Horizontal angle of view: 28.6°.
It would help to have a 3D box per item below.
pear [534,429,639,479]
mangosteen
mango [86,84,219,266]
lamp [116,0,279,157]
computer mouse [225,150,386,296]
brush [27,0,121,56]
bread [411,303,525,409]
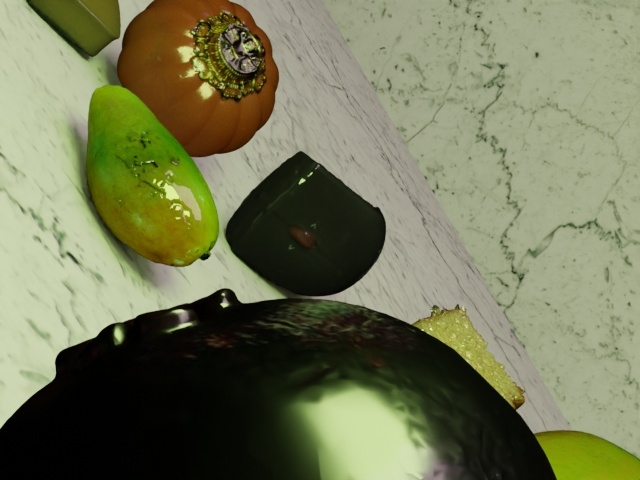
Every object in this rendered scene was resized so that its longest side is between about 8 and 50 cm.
[{"bbox_3d":[0.326,0.370,1.564,0.399,0.165,0.399,39,-24,21],"label":"pear"},{"bbox_3d":[-0.022,0.243,0.711,0.382,0.382,0.435,-18,87,-76],"label":"mangosteen"},{"bbox_3d":[-0.193,-0.070,1.353,0.233,0.111,0.125,59,9,18],"label":"mango"},{"bbox_3d":[-0.157,-0.218,1.635,0.223,0.196,0.223,11,72,-36],"label":"lamp"},{"bbox_3d":[0.000,0.000,1.717,0.100,0.170,0.269,48,9,37],"label":"computer mouse"},{"bbox_3d":[-0.320,-0.325,1.618,0.123,0.059,0.197,43,17,-33],"label":"brush"},{"bbox_3d":[0.148,0.214,1.723,0.194,0.179,0.340,56,16,10],"label":"bread"}]
